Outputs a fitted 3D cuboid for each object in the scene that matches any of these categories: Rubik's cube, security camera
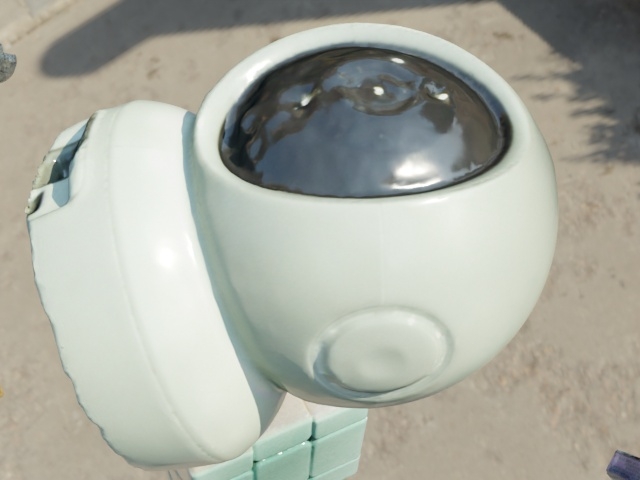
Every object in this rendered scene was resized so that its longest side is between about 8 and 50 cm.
[{"bbox_3d":[-0.130,0.266,1.930,0.316,0.322,0.318,-21,60,-15],"label":"Rubik's cube"},{"bbox_3d":[0.000,0.000,0.564,0.236,0.194,0.194,-15,46,12],"label":"security camera"}]

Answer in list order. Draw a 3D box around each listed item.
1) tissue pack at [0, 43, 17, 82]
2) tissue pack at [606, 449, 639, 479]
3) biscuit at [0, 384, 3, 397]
[{"bbox_3d":[-0.443,-0.169,0.869,0.390,0.195,0.375,-43,70,9],"label":"tissue pack"},{"bbox_3d":[0.485,0.350,1.591,0.051,0.112,0.156,-58,21,-9],"label":"tissue pack"},{"bbox_3d":[-0.436,0.056,1.152,0.051,0.269,0.376,-45,58,-7],"label":"biscuit"}]
